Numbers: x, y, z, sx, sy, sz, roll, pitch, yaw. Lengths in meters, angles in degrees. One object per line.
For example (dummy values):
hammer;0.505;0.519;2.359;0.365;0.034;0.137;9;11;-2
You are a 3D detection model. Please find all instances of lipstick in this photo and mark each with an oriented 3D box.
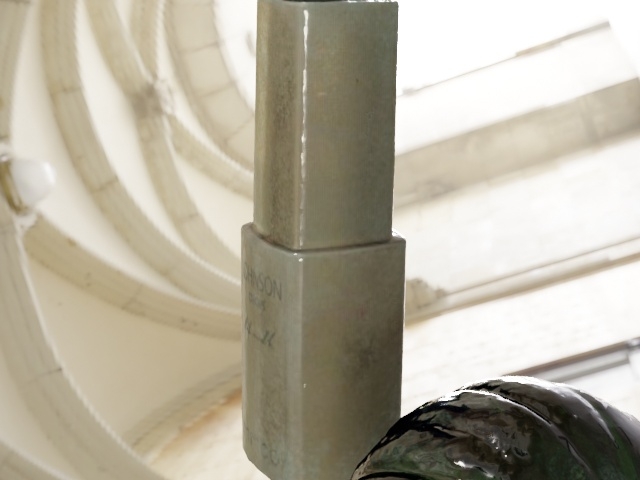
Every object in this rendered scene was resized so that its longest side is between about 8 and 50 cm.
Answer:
lipstick;0.000;0.000;0.604;0.079;0.077;0.253;26;120;59

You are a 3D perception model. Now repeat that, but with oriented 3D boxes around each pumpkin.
pumpkin;0.088;0.155;0.459;0.202;0.140;0.202;10;-110;-30
